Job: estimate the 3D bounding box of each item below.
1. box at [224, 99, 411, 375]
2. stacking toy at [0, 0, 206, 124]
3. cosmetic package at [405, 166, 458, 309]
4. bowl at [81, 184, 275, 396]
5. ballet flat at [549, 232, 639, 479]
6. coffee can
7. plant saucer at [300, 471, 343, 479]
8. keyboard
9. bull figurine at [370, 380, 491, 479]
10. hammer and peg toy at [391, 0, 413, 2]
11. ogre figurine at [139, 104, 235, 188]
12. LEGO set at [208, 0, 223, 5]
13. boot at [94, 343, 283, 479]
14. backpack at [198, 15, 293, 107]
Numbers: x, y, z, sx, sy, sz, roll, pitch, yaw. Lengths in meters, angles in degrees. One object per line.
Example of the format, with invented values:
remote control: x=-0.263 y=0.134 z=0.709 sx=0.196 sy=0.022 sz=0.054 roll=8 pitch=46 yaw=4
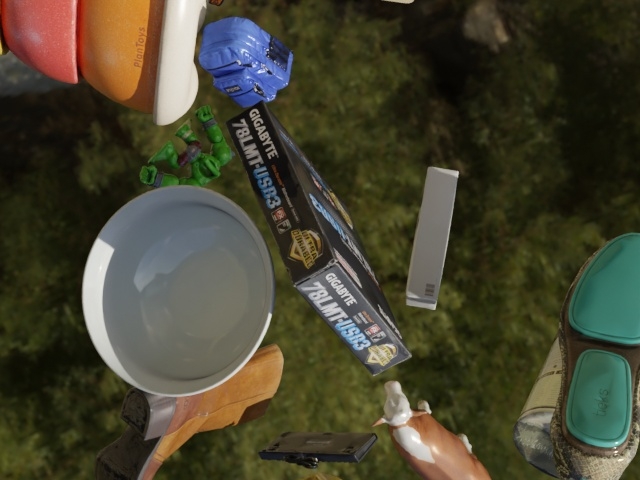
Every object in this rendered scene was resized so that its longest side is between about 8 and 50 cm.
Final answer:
box: x=0.000 y=0.000 z=1.629 sx=0.073 sy=0.295 sz=0.293 roll=-30 pitch=-127 yaw=7
stacking toy: x=-0.383 y=-0.350 z=1.561 sx=0.480 sy=0.350 sz=0.350 roll=7 pitch=-173 yaw=-8
cosmetic package: x=0.199 y=-0.003 z=2.159 sx=0.061 sy=0.239 sz=0.099 roll=9 pitch=168 yaw=8
bowl: x=-0.182 y=0.073 z=1.733 sx=0.298 sy=0.297 sz=0.134 roll=-19 pitch=170 yaw=16
ballet flat: x=0.439 y=0.198 z=1.879 sx=0.164 sy=0.182 sz=0.482 roll=14 pitch=-134 yaw=11
coffee can: x=0.540 y=0.333 z=2.509 sx=0.202 sy=0.201 sz=0.275 roll=-14 pitch=-151 yaw=41
plant saucer: x=-0.063 y=0.518 z=2.087 sx=0.333 sy=0.081 sz=0.333 roll=-27 pitch=-168 yaw=-11
keyboard: x=-0.010 y=0.328 z=1.868 sx=0.180 sy=0.023 sz=0.108 roll=-6 pitch=-166 yaw=33
bull figurine: x=0.205 y=0.378 z=2.241 sx=0.101 sy=0.310 sz=0.188 roll=-40 pitch=-171 yaw=9
hammer and peg toy: x=0.110 y=-0.523 z=1.949 sx=0.361 sy=0.265 sz=0.127 roll=4 pitch=-156 yaw=-16
ogre figurine: x=-0.253 y=-0.158 z=2.350 sx=0.097 sy=0.118 sz=0.197 roll=-33 pitch=-164 yaw=49
LEGO set: x=-0.189 y=-0.432 z=1.997 sx=0.060 sy=0.182 sz=0.244 roll=12 pitch=180 yaw=-24
boot: x=-0.202 y=0.288 z=1.860 sx=0.096 sy=0.264 sz=0.280 roll=35 pitch=-149 yaw=32
backpack: x=-0.108 y=-0.251 z=1.680 sx=0.098 sy=0.120 sz=0.101 roll=-14 pitch=-125 yaw=32
